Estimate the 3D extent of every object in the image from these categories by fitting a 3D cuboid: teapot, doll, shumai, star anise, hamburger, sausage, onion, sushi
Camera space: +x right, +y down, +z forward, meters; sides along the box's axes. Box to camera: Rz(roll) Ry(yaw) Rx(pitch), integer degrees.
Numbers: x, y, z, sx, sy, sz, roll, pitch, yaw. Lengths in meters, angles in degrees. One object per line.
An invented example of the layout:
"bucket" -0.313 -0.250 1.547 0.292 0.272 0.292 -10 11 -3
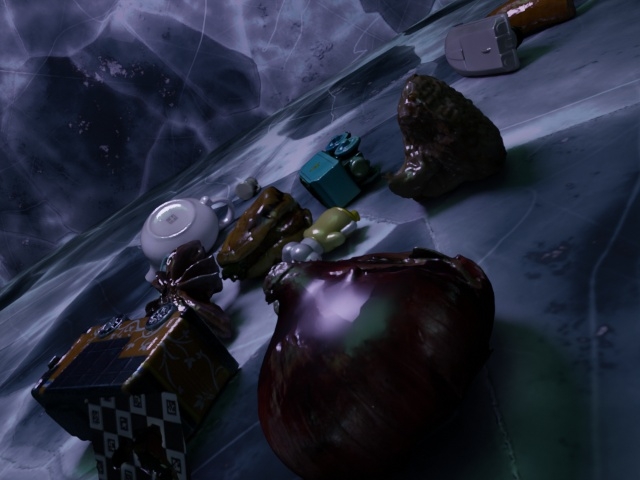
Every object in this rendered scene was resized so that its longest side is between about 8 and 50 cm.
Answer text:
"teapot" -0.214 -0.161 1.557 0.067 0.057 0.083 11 28 5
"doll" 0.000 0.000 0.903 0.162 0.062 0.106 -42 27 -27
"teapot" -0.350 -0.021 1.340 0.298 0.139 0.204 -36 49 -15
"shumai" 0.180 -0.150 0.838 0.175 0.206 0.166 -45 7 33
"star anise" -0.235 0.112 0.905 0.236 0.093 0.229 14 80 43
"hamburger" -0.116 -0.017 1.017 0.206 0.130 0.183 -30 19 15
"sausage" 0.525 -0.585 1.364 0.270 0.109 0.109 -14 28 45
"onion" 0.034 0.085 0.506 0.272 0.195 0.272 -38 9 7
"sushi" -0.209 0.249 0.617 0.200 0.139 0.031 -15 -6 36

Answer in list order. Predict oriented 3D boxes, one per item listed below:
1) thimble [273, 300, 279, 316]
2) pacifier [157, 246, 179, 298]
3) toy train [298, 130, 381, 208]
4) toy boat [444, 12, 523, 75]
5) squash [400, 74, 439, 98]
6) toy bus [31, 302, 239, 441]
"thimble" -0.017 0.087 0.743 0.084 0.062 0.110 -15 28 36
"pacifier" -0.275 0.084 1.062 0.116 0.151 0.126 -2 17 -45
"toy train" 0.038 -0.151 1.119 0.154 0.107 0.198 -41 22 1
"toy boat" 0.403 -0.484 1.278 0.140 0.141 0.269 -31 20 4
"squash" 0.240 -0.323 1.187 0.118 0.118 0.371 -25 21 19
"toy bus" -0.280 0.204 0.763 0.275 0.139 0.167 -13 31 36
